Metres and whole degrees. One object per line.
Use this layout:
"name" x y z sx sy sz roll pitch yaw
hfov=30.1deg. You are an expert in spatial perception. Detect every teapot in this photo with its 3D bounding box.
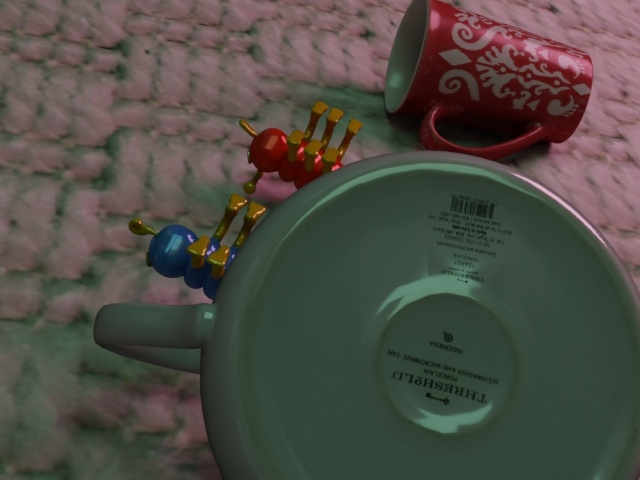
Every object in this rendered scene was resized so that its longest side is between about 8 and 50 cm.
"teapot" 0.044 0.080 0.663 0.252 0.187 0.256 -33 84 -14

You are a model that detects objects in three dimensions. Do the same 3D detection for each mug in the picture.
"mug" 0.153 -0.136 1.111 0.169 0.150 0.113 12 -3 -13

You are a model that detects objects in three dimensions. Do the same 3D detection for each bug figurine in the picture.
"bug figurine" 0.000 0.000 0.854 0.216 0.072 0.279 27 30 6
